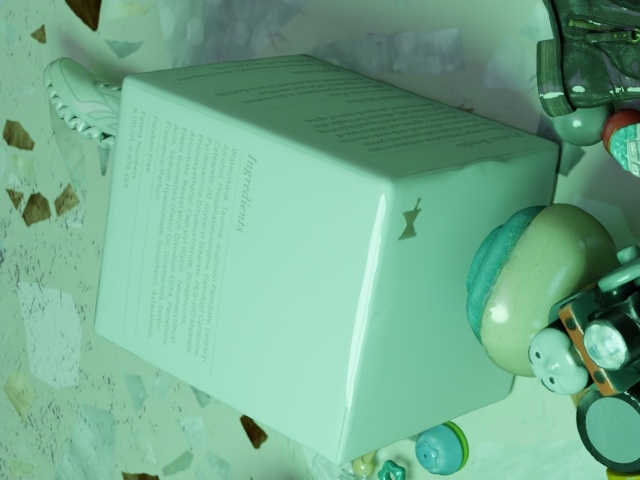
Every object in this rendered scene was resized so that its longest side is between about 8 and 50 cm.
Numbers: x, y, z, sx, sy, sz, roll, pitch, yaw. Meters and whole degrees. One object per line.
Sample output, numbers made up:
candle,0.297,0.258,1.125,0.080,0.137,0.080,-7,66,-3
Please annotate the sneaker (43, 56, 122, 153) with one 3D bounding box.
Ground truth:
sneaker,-0.254,-0.166,2.167,0.292,0.110,0.118,41,116,17

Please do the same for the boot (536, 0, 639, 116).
boot,0.343,-0.242,1.652,0.229,0.091,0.262,-5,78,26

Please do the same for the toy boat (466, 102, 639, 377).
toy boat,0.257,-0.008,1.705,0.148,0.267,0.318,27,85,26

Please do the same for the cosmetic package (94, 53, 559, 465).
cosmetic package,0.000,0.000,1.828,0.394,0.329,0.327,24,113,35

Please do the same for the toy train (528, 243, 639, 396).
toy train,0.347,0.053,1.561,0.190,0.334,0.142,-34,86,53

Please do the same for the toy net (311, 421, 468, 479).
toy net,0.088,0.296,2.010,0.232,0.045,0.122,-11,94,43

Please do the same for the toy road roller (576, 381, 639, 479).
toy road roller,0.441,0.213,1.590,0.330,0.202,0.240,-15,96,43

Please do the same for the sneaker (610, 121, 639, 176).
sneaker,0.380,-0.095,1.629,0.167,0.076,0.065,4,104,11
